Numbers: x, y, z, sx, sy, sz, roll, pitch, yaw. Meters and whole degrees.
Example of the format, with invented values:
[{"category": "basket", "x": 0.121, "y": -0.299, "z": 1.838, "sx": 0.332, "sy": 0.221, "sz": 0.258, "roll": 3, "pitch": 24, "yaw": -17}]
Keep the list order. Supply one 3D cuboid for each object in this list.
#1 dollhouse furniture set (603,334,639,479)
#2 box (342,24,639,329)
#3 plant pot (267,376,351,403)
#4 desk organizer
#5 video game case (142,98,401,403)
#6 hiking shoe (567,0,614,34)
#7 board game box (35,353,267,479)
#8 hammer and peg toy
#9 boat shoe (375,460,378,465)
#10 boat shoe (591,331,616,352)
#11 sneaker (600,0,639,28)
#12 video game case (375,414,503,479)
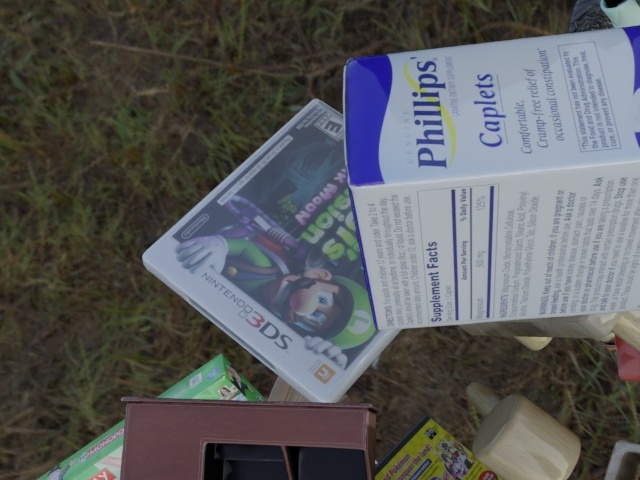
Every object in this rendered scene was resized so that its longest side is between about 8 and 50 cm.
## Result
[{"category": "dollhouse furniture set", "x": 0.302, "y": 0.235, "z": 0.952, "sx": 0.152, "sy": 0.201, "sz": 0.374, "roll": 1, "pitch": 65, "yaw": 53}, {"category": "box", "x": 0.084, "y": -0.022, "z": 0.408, "sx": 0.137, "sy": 0.126, "sz": 0.072, "roll": -5, "pitch": 57, "yaw": 6}, {"category": "plant pot", "x": -0.013, "y": 0.340, "z": 1.766, "sx": 0.110, "sy": 0.237, "sz": 0.237, "roll": 12, "pitch": 78, "yaw": 24}, {"category": "desk organizer", "x": -0.036, "y": 0.110, "z": 0.483, "sx": 0.130, "sy": 0.047, "sz": 0.050, "roll": 0, "pitch": 77, "yaw": 9}, {"category": "video game case", "x": 0.000, "y": 0.000, "z": 0.659, "sx": 0.173, "sy": 0.022, "sz": 0.190, "roll": 36, "pitch": 65, "yaw": 20}, {"category": "hiking shoe", "x": 0.432, "y": -0.302, "z": 1.424, "sx": 0.086, "sy": 0.227, "sz": 0.114, "roll": -15, "pitch": 47, "yaw": 23}, {"category": "board game box", "x": -0.181, "y": 0.299, "z": 1.112, "sx": 0.317, "sy": 0.213, "sz": 0.046, "roll": -34, "pitch": 28, "yaw": 7}, {"category": "hammer and peg toy", "x": 0.193, "y": 0.013, "z": 0.757, "sx": 0.127, "sy": 0.266, "sz": 0.361, "roll": 36, "pitch": 79, "yaw": -7}, {"category": "boat shoe", "x": 0.111, "y": 0.445, "z": 1.710, "sx": 0.125, "sy": 0.038, "sz": 0.046, "roll": 45, "pitch": 116, "yaw": -6}, {"category": "boat shoe", "x": 0.479, "y": 0.135, "z": 1.502, "sx": 0.342, "sy": 0.123, "sz": 0.123, "roll": 40, "pitch": 124, "yaw": 8}, {"category": "sneaker", "x": 0.463, "y": -0.349, "z": 1.145, "sx": 0.256, "sy": 0.151, "sz": 0.094, "roll": -51, "pitch": 34, "yaw": 10}, {"category": "video game case", "x": 0.172, "y": 0.359, "z": 1.160, "sx": 0.248, "sy": 0.275, "sz": 0.035, "roll": 39, "pitch": 118, "yaw": 15}]
